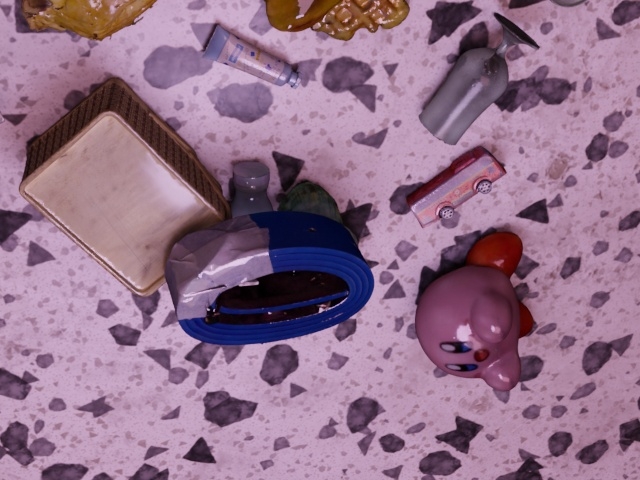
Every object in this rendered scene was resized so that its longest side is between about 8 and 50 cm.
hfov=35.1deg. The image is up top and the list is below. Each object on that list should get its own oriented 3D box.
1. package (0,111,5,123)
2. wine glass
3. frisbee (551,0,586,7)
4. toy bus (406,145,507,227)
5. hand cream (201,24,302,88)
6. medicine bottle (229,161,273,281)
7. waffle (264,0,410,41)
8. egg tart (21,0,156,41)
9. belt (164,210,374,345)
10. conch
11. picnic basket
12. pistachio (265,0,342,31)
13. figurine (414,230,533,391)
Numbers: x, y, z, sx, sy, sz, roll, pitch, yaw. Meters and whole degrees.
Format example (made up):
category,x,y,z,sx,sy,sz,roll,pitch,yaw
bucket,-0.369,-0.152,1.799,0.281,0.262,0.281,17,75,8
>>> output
category,x,y,z,sx,sy,sz,roll,pitch,yaw
package,-0.654,-0.272,1.627,0.204,0.062,0.251,-21,110,1
wine glass,0.277,-0.282,1.799,0.103,0.103,0.231,26,114,-25
frisbee,0.443,-0.464,1.778,0.110,0.014,0.110,-6,122,-10
toy bus,0.257,-0.102,1.927,0.192,0.065,0.077,-36,114,9
hand cream,-0.112,-0.307,1.732,0.170,0.043,0.065,22,113,-19
medicine bottle,-0.129,-0.034,1.864,0.090,0.090,0.217,-4,121,-11
waffle,0.042,-0.471,1.659,0.300,0.058,0.282,16,118,-22
egg tart,-0.307,-0.384,1.501,0.295,0.295,0.116,-35,94,9
belt,-0.084,0.065,1.725,0.347,0.117,0.212,-6,130,-18
conch,0.001,-0.001,1.889,0.122,0.176,0.188,2,153,29
picnic basket,-0.329,-0.088,1.742,0.228,0.175,0.313,-38,117,12
pistachio,-0.011,-0.410,1.595,0.189,0.100,0.110,-37,102,21
figurine,0.298,0.155,2.021,0.211,0.261,0.270,-2,127,21
